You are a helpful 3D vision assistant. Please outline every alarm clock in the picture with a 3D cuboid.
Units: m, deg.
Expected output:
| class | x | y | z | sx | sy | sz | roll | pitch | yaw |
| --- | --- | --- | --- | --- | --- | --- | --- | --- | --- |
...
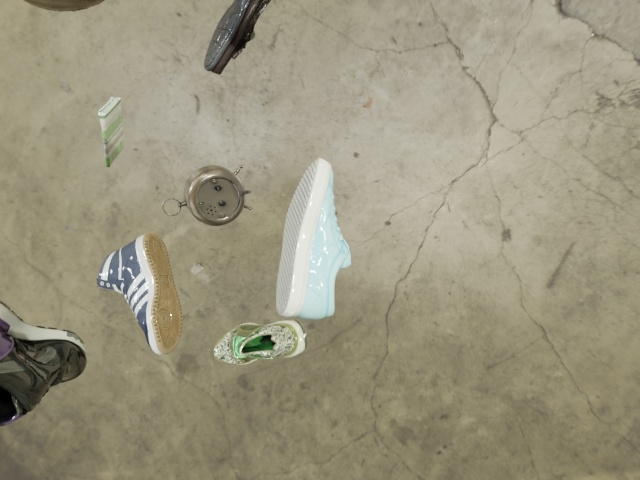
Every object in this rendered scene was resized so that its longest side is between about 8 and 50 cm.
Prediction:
| class | x | y | z | sx | sy | sz | roll | pitch | yaw |
| --- | --- | --- | --- | --- | --- | --- | --- | --- | --- |
| alarm clock | -0.249 | -0.092 | 0.896 | 0.191 | 0.064 | 0.130 | -17 | 115 | -18 |

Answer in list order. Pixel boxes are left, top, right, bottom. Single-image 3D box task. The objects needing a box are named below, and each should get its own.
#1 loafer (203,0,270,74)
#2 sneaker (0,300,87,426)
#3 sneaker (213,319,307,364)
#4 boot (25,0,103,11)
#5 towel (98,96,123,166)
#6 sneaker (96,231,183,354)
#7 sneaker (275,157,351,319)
| class | x | y | z | sx | sy | sz | roll | pitch | yaw |
| --- | --- | --- | --- | --- | --- | --- | --- | --- | --- |
| loafer | -0.174 | -0.529 | 0.980 | 0.303 | 0.095 | 0.109 | -58 | 42 | 15 |
| sneaker | -0.388 | 0.173 | 0.508 | 0.107 | 0.283 | 0.124 | -20 | 66 | -10 |
| sneaker | -0.260 | 0.373 | 1.485 | 0.410 | 0.182 | 0.158 | -19 | 76 | 27 |
| boot | -0.183 | -0.246 | 0.311 | 0.305 | 0.115 | 0.113 | 9 | 87 | 22 |
| towel | -0.544 | -0.282 | 1.057 | 0.023 | 0.113 | 0.152 | 11 | 129 | -9 |
| sneaker | -0.420 | 0.135 | 0.943 | 0.153 | 0.099 | 0.283 | -19 | 74 | 15 |
| sneaker | 0.000 | 0.000 | 0.933 | 0.150 | 0.135 | 0.366 | 15 | 81 | -25 |
